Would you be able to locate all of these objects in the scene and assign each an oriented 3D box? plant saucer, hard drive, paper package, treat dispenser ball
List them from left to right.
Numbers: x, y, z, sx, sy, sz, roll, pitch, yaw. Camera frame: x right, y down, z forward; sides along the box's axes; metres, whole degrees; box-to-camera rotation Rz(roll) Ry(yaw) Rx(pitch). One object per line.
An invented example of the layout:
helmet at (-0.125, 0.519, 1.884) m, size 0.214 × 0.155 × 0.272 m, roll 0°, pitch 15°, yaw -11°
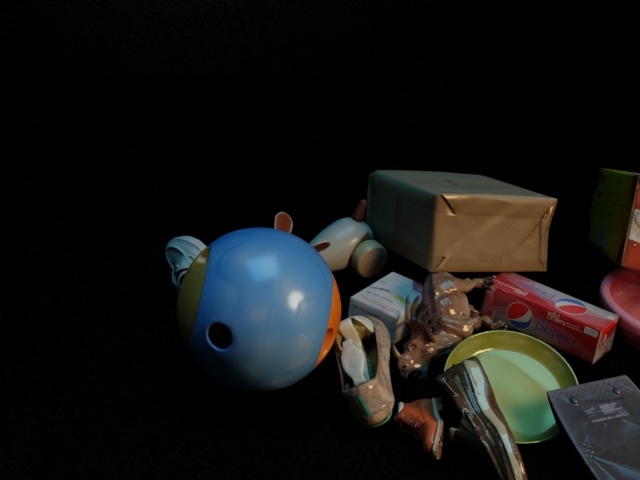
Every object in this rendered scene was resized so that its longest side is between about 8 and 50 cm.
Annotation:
treat dispenser ball at (-0.108, 0.120, 1.699) m, size 0.288 × 0.288 × 0.288 m, roll 4°, pitch 26°, yaw -2°
paper package at (0.304, -0.049, 2.134) m, size 0.310 × 0.168 × 0.325 m, roll 0°, pitch 12°, yaw -22°
plant saucer at (0.335, 0.264, 1.710) m, size 0.241 × 0.037 × 0.241 m, roll 3°, pitch 46°, yaw -3°
hard drive at (0.491, 0.338, 1.577) m, size 0.172 × 0.054 × 0.254 m, roll -9°, pitch 41°, yaw -15°
plant saucer at (0.744, 0.161, 2.013) m, size 0.332 × 0.084 × 0.332 m, roll 4°, pitch 27°, yaw -2°

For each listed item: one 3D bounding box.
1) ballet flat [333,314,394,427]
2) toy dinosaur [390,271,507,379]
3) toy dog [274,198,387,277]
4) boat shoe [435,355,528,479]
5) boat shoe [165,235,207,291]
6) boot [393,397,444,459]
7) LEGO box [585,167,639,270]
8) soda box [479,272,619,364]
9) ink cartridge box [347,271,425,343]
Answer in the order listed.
ballet flat at (0.072, 0.201, 1.742) m, size 0.108 × 0.106 × 0.316 m, roll -31°, pitch 27°, yaw 8°
toy dinosaur at (0.236, 0.132, 1.878) m, size 0.200 × 0.127 × 0.295 m, roll 14°, pitch 38°, yaw -9°
toy dog at (0.000, 0.000, 2.109) m, size 0.220 × 0.160 × 0.334 m, roll 23°, pitch 31°, yaw 33°
boat shoe at (0.258, 0.315, 1.582) m, size 0.095 × 0.095 × 0.257 m, roll -20°, pitch 47°, yaw 2°
boat shoe at (-0.261, 0.076, 1.992) m, size 0.088 × 0.096 × 0.267 m, roll -10°, pitch 38°, yaw -38°
boot at (0.166, 0.316, 1.623) m, size 0.085 × 0.059 × 0.158 m, roll 2°, pitch 18°, yaw 1°
LEGO box at (0.820, -0.032, 2.127) m, size 0.373 × 0.193 × 0.500 m, roll 9°, pitch 7°, yaw 6°
soda box at (0.464, 0.153, 1.976) m, size 0.263 × 0.083 × 0.092 m, roll 24°, pitch 32°, yaw 32°
ink cartridge box at (0.135, 0.141, 1.953) m, size 0.115 × 0.067 × 0.198 m, roll 22°, pitch 31°, yaw 30°
